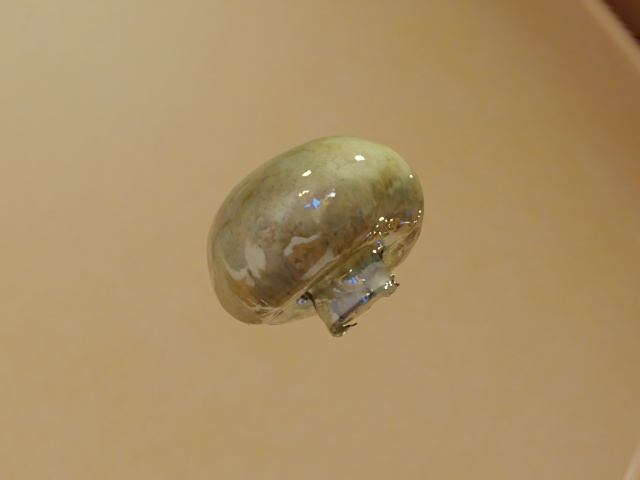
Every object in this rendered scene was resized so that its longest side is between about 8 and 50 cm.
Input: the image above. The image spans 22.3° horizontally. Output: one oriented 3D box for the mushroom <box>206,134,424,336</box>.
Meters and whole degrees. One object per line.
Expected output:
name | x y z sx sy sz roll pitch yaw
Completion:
mushroom | 0.000 0.000 2.341 0.260 0.352 0.352 54 -15 14
